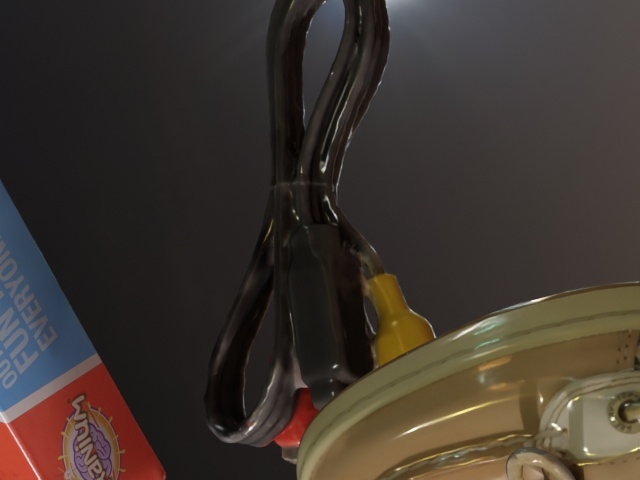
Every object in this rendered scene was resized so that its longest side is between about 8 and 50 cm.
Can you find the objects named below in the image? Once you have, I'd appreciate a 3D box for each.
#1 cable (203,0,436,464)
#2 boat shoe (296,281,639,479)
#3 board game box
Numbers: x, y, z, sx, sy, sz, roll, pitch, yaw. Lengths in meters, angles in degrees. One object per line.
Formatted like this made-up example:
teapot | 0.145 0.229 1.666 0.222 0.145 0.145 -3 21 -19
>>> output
cable | 0.000 0.000 0.991 0.072 0.139 0.287 18 -119 -51
boat shoe | 0.131 0.072 0.544 0.104 0.285 0.089 69 -163 -46
board game box | -0.253 0.034 0.928 0.064 0.316 0.242 -49 -55 -37
